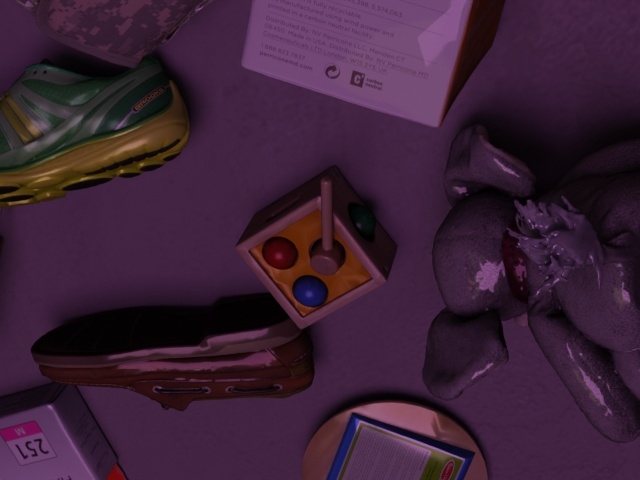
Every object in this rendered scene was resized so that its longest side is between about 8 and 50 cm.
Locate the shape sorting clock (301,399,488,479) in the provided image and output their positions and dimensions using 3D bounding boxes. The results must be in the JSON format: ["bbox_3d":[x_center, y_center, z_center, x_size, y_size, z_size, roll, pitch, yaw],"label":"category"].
[{"bbox_3d":[0.082,0.262,1.323,0.206,0.040,0.206,5,115,10],"label":"shape sorting clock"}]

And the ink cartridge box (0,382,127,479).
[{"bbox_3d":[-0.368,0.306,1.451,0.275,0.060,0.239,-17,111,22],"label":"ink cartridge box"}]

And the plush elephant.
[{"bbox_3d":[0.215,0.029,1.062,0.330,0.255,0.272,20,82,-34],"label":"plush elephant"}]

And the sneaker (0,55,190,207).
[{"bbox_3d":[-0.275,-0.107,1.168,0.295,0.109,0.123,-12,77,2],"label":"sneaker"}]

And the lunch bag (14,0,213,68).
[{"bbox_3d":[-0.184,-0.306,1.013,0.287,0.169,0.235,41,116,-18],"label":"lunch bag"}]

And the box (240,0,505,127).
[{"bbox_3d":[0.078,-0.296,0.912,0.168,0.215,0.345,19,121,11],"label":"box"}]

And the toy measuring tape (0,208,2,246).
[{"bbox_3d":[-0.404,0.011,1.274,0.121,0.121,0.330,19,112,3],"label":"toy measuring tape"}]

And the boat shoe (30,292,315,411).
[{"bbox_3d":[-0.158,0.134,1.273,0.307,0.111,0.104,-5,115,17],"label":"boat shoe"}]

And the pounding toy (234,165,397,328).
[{"bbox_3d":[0.000,0.000,1.167,0.141,0.100,0.130,-30,108,26],"label":"pounding toy"}]
